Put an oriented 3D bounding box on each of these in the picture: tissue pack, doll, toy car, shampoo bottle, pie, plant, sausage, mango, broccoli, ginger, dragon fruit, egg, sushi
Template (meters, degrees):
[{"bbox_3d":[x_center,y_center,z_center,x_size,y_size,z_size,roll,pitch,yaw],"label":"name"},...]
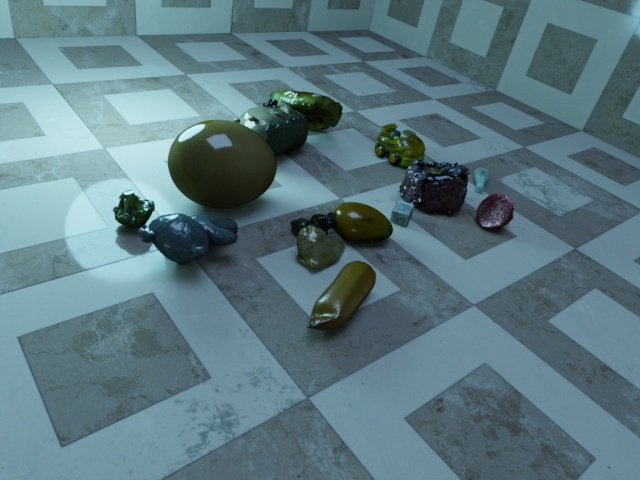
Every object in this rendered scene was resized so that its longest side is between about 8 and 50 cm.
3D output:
[{"bbox_3d":[0.309,-0.104,1.896,0.074,0.058,0.094,20,36,13],"label":"tissue pack"},{"bbox_3d":[-0.198,-0.470,2.095,0.350,0.247,0.247,-13,42,-45],"label":"doll"},{"bbox_3d":[0.373,-0.447,2.305,0.201,0.142,0.248,-24,48,-38],"label":"toy car"},{"bbox_3d":[0.726,-0.272,2.261,0.069,0.041,0.190,24,38,7],"label":"shampoo bottle"},{"bbox_3d":[-0.068,-0.602,2.293,0.355,0.102,0.288,9,-8,26],"label":"pie"},{"bbox_3d":[-0.024,-0.054,1.694,0.174,0.087,0.085,-9,41,24],"label":"plant"},{"bbox_3d":[0.056,0.170,1.416,0.112,0.112,0.328,25,38,17],"label":"sausage"},{"bbox_3d":[0.144,-0.064,1.746,0.221,0.120,0.151,6,39,-20],"label":"mango"},{"bbox_3d":[-0.377,-0.003,1.516,0.246,0.158,0.340,14,7,11],"label":"doll"},{"bbox_3d":[-0.590,-0.099,1.574,0.130,0.120,0.131,17,36,31],"label":"broccoli"},{"bbox_3d":[0.002,0.001,1.626,0.115,0.122,0.193,13,25,37],"label":"ginger"},{"bbox_3d":[0.705,-0.094,1.976,0.111,0.153,0.153,30,23,-36],"label":"dragon fruit"},{"bbox_3d":[-0.329,-0.261,1.714,0.374,0.300,0.301,-6,40,-26],"label":"egg"},{"bbox_3d":[0.458,-0.234,2.022,0.270,0.170,0.236,2,37,-6],"label":"sushi"}]
